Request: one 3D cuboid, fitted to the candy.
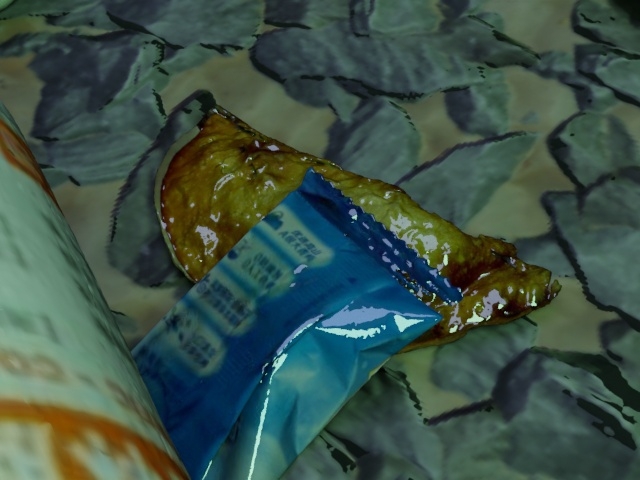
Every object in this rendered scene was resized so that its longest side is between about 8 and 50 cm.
[{"bbox_3d":[-0.022,0.043,0.539,0.136,0.038,0.088,-46,63,-7],"label":"candy"}]

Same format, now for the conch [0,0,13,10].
[{"bbox_3d":[-0.209,-0.161,0.722,0.176,0.094,0.104,13,89,23],"label":"conch"}]

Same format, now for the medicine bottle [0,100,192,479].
[{"bbox_3d":[-0.122,0.116,0.375,0.211,0.211,0.371,-22,49,-14],"label":"medicine bottle"}]

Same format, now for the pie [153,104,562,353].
[{"bbox_3d":[-0.003,0.001,0.591,0.191,0.033,0.088,28,63,30],"label":"pie"}]
